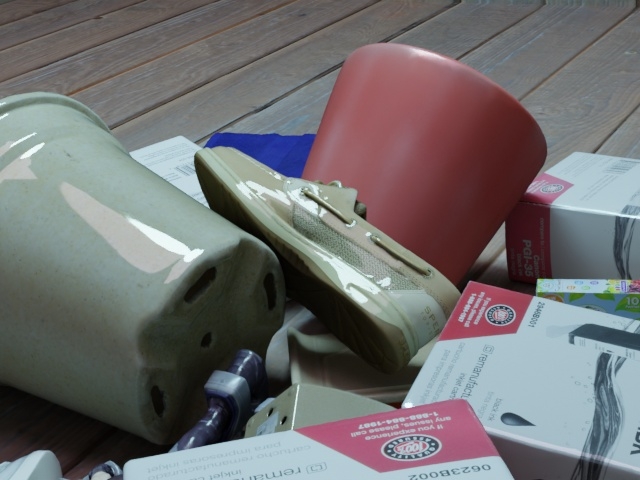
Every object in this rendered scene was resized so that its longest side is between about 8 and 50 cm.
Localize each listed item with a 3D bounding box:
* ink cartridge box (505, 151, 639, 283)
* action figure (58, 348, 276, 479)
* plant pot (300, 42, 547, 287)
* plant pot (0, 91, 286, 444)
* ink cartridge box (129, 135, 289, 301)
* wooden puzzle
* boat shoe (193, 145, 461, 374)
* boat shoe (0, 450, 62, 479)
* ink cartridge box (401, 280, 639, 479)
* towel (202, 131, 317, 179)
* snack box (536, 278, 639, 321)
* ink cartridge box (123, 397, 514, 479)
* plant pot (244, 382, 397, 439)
[{"bbox_3d":[0.398,-0.014,1.599,0.283,0.117,0.207,10,25,35],"label":"ink cartridge box"},{"bbox_3d":[-0.110,0.211,1.156,0.185,0.099,0.285,17,33,30],"label":"action figure"},{"bbox_3d":[0.092,-0.054,1.508,0.275,0.275,0.243,14,67,39],"label":"plant pot"},{"bbox_3d":[-0.218,0.051,1.335,0.305,0.334,0.333,24,33,31],"label":"plant pot"},{"bbox_3d":[-0.164,-0.010,1.629,0.198,0.115,0.273,-23,41,-39],"label":"ink cartridge box"},{"bbox_3d":[0.086,0.134,1.364,0.238,0.044,0.221,-1,13,-3],"label":"wooden puzzle"},{"bbox_3d":[0.000,0.000,1.347,0.110,0.122,0.341,-37,60,-20],"label":"boat shoe"},{"bbox_3d":[-0.292,0.242,1.152,0.063,0.066,0.184,-13,20,17],"label":"boat shoe"},{"bbox_3d":[0.223,0.159,1.100,0.272,0.114,0.197,14,36,17],"label":"ink cartridge box"},{"bbox_3d":[-0.052,-0.089,1.960,0.308,0.076,0.228,3,29,18],"label":"towel"},{"bbox_3d":[0.262,0.108,1.275,0.100,0.141,0.037,0,22,10],"label":"snack box"},{"bbox_3d":[0.024,0.278,0.846,0.279,0.160,0.385,-9,22,-7],"label":"ink cartridge box"},{"bbox_3d":[-0.008,0.184,1.091,0.096,0.109,0.109,33,38,-22],"label":"plant pot"}]
